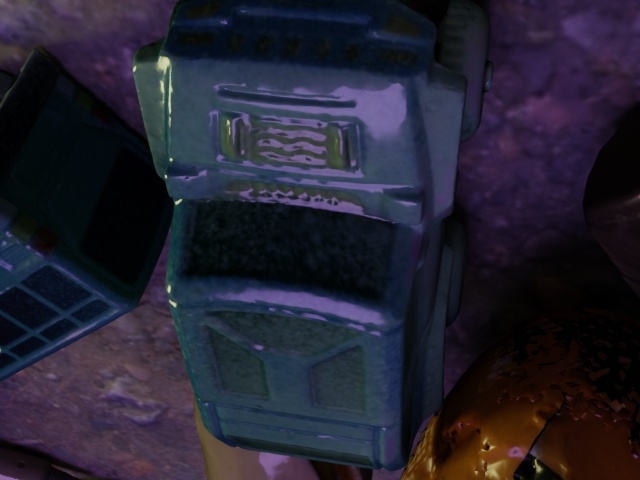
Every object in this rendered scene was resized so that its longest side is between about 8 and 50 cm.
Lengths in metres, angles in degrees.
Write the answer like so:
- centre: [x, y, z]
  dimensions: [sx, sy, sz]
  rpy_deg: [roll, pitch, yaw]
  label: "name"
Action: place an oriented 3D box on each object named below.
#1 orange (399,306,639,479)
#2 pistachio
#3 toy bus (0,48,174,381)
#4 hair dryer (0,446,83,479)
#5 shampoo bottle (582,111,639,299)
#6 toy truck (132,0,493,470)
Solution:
- centre: [0.134, 0.152, 0.544]
  dimensions: [0.182, 0.234, 0.234]
  rpy_deg: [19, 140, -4]
  label: "orange"
- centre: [-0.028, 0.152, 0.705]
  dimensions: [0.152, 0.126, 0.223]
  rpy_deg: [35, 151, 34]
  label: "pistachio"
- centre: [-0.218, 0.013, 0.599]
  dimensions: [0.256, 0.128, 0.147]
  rpy_deg: [-28, 126, 37]
  label: "toy bus"
- centre: [-0.343, 0.217, 0.940]
  dimensions: [0.220, 0.053, 0.195]
  rpy_deg: [23, 140, -20]
  label: "hair dryer"
- centre: [0.274, 0.054, 0.530]
  dimensions: [0.350, 0.084, 0.126]
  rpy_deg: [40, 140, -26]
  label: "shampoo bottle"
- centre: [0.000, 0.000, 0.496]
  dimensions: [0.155, 0.156, 0.279]
  rpy_deg: [7, 140, 9]
  label: "toy truck"
